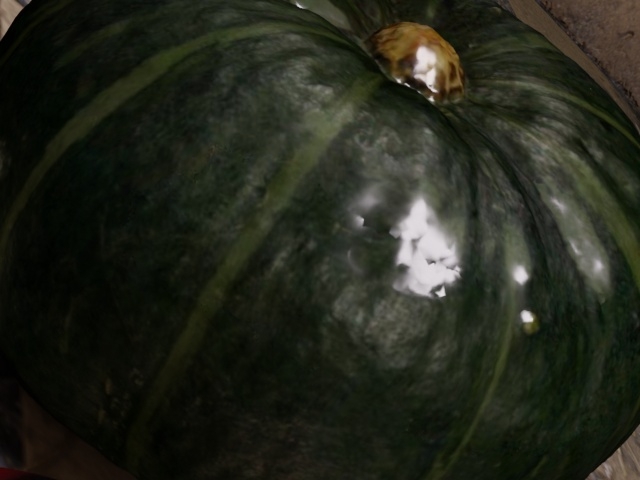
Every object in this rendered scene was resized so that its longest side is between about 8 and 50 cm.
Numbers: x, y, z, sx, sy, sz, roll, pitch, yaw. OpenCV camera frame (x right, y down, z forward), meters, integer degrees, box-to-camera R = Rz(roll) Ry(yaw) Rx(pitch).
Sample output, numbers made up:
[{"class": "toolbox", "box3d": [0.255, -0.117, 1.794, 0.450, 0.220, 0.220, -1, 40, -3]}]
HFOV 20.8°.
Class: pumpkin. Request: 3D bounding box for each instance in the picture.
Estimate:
[{"class": "pumpkin", "box3d": [0.000, 0.000, 0.712, 0.300, 0.207, 0.300, 21, 26, -11]}]

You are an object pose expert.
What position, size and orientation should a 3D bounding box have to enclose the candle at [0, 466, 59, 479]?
[{"class": "candle", "box3d": [-0.145, 0.071, 0.474, 0.302, 0.059, 0.084, 35, 11, -47]}]
